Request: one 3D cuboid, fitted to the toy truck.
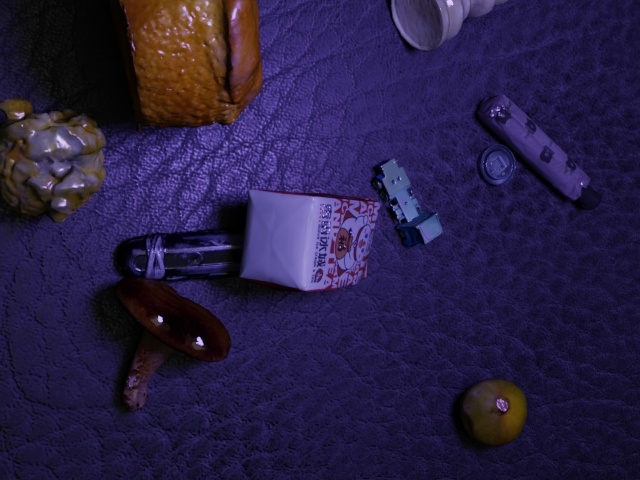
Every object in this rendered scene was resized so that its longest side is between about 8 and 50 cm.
[{"bbox_3d":[0.168,-0.073,1.614,0.067,0.081,0.175,-32,103,-20],"label":"toy truck"}]

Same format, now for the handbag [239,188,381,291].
[{"bbox_3d":[0.000,0.000,1.499,0.298,0.151,0.171,1,96,-58],"label":"handbag"}]

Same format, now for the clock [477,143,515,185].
[{"bbox_3d":[0.358,-0.153,1.722,0.085,0.017,0.085,-1,92,-22],"label":"clock"}]

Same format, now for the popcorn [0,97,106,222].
[{"bbox_3d":[-0.428,-0.127,1.324,0.185,0.167,0.187,20,80,-17],"label":"popcorn"}]

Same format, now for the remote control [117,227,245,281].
[{"bbox_3d":[-0.215,0.026,1.469,0.266,0.066,0.090,-4,92,-22],"label":"remote control"}]

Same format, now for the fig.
[{"bbox_3d":[0.344,0.340,1.686,0.153,0.121,0.136,33,73,-44],"label":"fig"}]

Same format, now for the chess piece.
[{"bbox_3d":[0.273,-0.475,1.620,0.251,0.144,0.144,-32,103,-25],"label":"chess piece"}]

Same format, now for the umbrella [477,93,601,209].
[{"bbox_3d":[0.454,-0.175,1.731,0.337,0.073,0.067,38,87,-20],"label":"umbrella"}]

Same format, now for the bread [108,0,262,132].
[{"bbox_3d":[-0.217,-0.364,1.302,0.215,0.398,0.398,-13,97,-13],"label":"bread"}]

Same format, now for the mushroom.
[{"bbox_3d":[-0.288,0.189,1.426,0.227,0.148,0.217,37,95,-18],"label":"mushroom"}]
